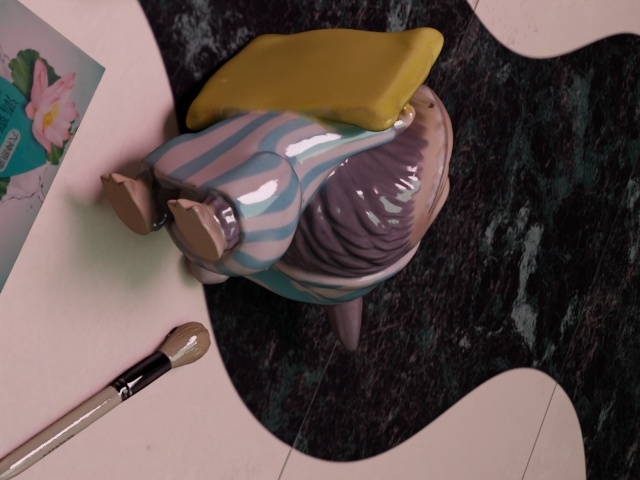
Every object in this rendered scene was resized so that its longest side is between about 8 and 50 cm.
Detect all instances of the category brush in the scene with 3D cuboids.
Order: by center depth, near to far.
[{"bbox_3d":[-0.222,0.161,1.138,0.299,0.039,0.042,-32,120,-39],"label":"brush"}]

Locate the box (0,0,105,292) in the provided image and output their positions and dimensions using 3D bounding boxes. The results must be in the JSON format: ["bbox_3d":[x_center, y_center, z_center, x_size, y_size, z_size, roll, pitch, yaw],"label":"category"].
[{"bbox_3d":[-0.301,-0.080,0.921,0.153,0.092,0.245,36,70,-50],"label":"box"}]

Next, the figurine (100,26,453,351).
[{"bbox_3d":[0.000,0.000,1.196,0.361,0.266,0.377,-40,129,-31],"label":"figurine"}]
